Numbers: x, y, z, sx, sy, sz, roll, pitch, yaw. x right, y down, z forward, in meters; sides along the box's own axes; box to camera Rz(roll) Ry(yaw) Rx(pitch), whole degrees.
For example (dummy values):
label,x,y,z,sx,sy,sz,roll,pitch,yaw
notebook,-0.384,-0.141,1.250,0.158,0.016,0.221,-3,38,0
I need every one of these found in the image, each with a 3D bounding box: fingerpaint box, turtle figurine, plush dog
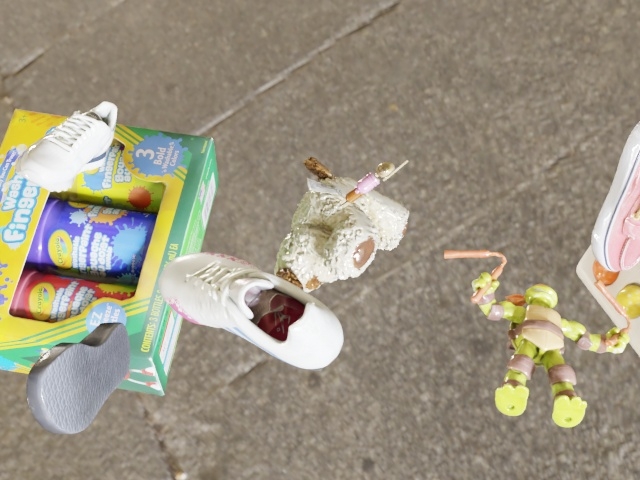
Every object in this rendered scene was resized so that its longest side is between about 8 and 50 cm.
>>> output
label,x,y,z,sx,sy,sz,roll,pitch,yaw
fingerpaint box,-0.407,0.010,1.800,0.371,0.163,0.445,9,60,5
turtle figurine,0.266,0.124,1.313,0.269,0.087,0.217,22,45,-7
plush dog,0.000,0.000,1.806,0.210,0.262,0.225,40,116,9

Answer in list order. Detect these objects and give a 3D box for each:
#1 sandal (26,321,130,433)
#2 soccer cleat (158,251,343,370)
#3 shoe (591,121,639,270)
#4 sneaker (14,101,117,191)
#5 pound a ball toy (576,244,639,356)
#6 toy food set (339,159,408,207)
label,x,y,z,sx,sy,sz,roll,pitch,yaw
sandal,-0.275,0.153,1.155,0.054,0.254,0.097,-2,93,7
soccer cleat,-0.112,0.073,1.445,0.331,0.143,0.116,21,70,32
shoe,0.287,-0.020,0.873,0.063,0.178,0.081,-27,53,-24
sneaker,-0.380,-0.147,1.565,0.095,0.090,0.235,-55,4,25
pound a ball toy,0.532,0.055,1.634,0.208,0.136,0.319,-62,35,31
toy food set,0.062,-0.078,1.400,0.078,0.019,0.122,-40,4,-42
